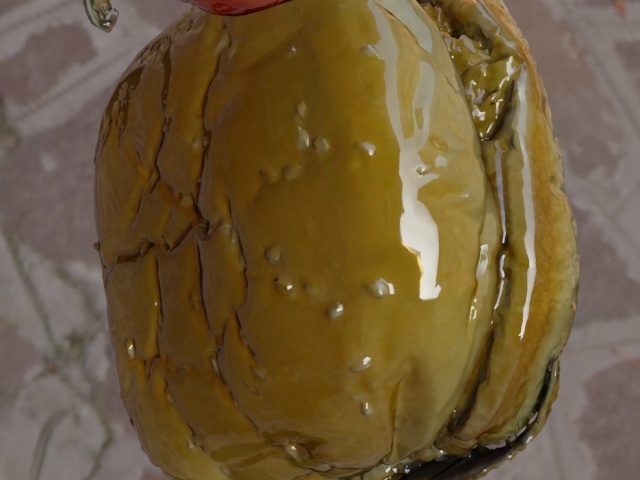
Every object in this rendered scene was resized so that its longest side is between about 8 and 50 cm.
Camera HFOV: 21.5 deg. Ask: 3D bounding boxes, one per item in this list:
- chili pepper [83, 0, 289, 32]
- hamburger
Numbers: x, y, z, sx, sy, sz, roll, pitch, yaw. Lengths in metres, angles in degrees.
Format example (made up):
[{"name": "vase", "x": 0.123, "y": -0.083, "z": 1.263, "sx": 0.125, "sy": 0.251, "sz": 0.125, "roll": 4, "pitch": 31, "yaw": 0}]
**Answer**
[{"name": "chili pepper", "x": -0.003, "y": -0.098, "z": 0.461, "sx": 0.050, "sy": 0.059, "sz": 0.191, "roll": 21, "pitch": 35, "yaw": 30}, {"name": "hamburger", "x": 0.000, "y": 0.000, "z": 0.860, "sx": 0.158, "sy": 0.318, "sz": 0.318, "roll": -1, "pitch": 53, "yaw": -34}]
